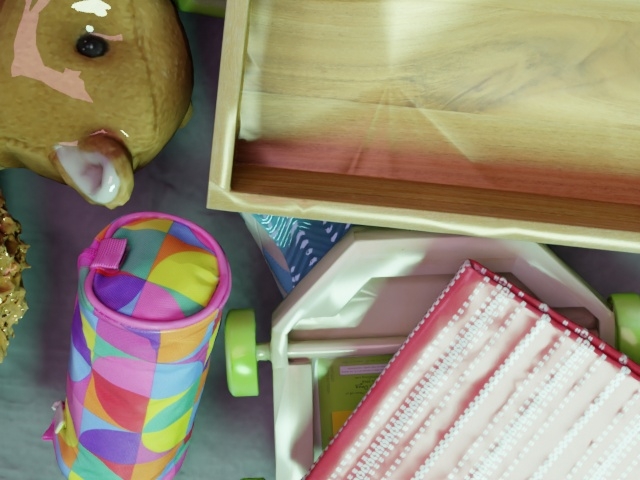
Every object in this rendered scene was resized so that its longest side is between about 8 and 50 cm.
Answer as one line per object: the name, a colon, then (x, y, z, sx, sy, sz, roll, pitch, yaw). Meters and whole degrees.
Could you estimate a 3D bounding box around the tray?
tray: (0.146, -0.104, 1.026, 0.411, 0.076, 0.202, 6, 110, -3)

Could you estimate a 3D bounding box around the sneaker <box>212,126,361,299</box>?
sneaker: (0.000, 0.000, 1.144, 0.087, 0.092, 0.228, -24, 107, 2)

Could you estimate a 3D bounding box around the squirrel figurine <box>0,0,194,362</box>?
squirrel figurine: (-0.276, -0.075, 1.146, 0.371, 0.281, 0.397, 10, 108, 2)

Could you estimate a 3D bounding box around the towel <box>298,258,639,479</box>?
towel: (0.148, 0.157, 1.058, 0.275, 0.031, 0.199, 33, 105, -8)

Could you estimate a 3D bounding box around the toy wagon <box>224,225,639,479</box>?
toy wagon: (0.076, 0.159, 1.109, 0.267, 0.068, 0.344, -2, 106, 0)

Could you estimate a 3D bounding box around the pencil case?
pencil case: (-0.124, 0.083, 1.106, 0.104, 0.104, 0.236, 32, 140, 10)

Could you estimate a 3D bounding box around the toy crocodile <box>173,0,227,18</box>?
toy crocodile: (-0.085, -0.318, 1.140, 0.105, 0.115, 0.340, -4, 90, 41)
